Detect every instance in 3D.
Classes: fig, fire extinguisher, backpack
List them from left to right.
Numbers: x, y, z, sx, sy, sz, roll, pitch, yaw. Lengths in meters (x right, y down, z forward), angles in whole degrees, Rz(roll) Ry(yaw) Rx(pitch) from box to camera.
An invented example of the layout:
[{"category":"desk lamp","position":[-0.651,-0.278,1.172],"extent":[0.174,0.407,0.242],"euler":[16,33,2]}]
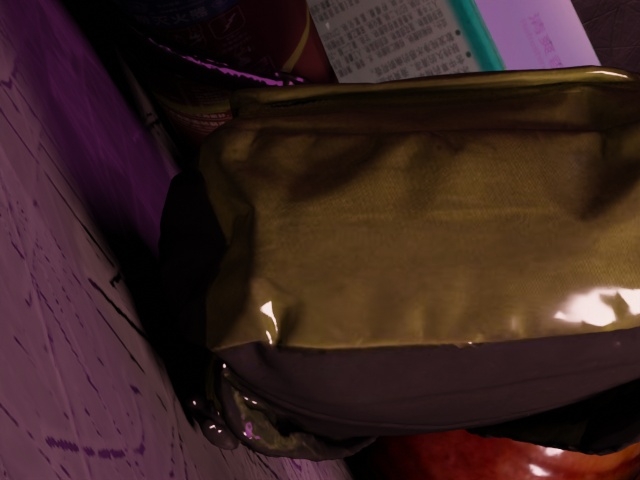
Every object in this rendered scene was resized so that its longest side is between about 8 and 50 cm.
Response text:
[{"category":"fire extinguisher","position":[-0.051,-0.128,0.903],"extent":[0.341,0.141,0.105],"euler":[65,32,-61]},{"category":"backpack","position":[0.043,0.018,0.720],"extent":[0.253,0.207,0.140],"euler":[102,-15,-81]},{"category":"fig","position":[0.117,0.082,1.109],"extent":[0.214,0.235,0.235],"euler":[40,13,-23]}]

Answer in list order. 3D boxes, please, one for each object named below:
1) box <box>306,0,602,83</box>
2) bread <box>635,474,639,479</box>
[{"category":"box","position":[0.038,-0.092,1.099],"extent":[0.092,0.245,0.153],"euler":[-30,97,-44]},{"category":"bread","position":[0.199,0.289,1.211],"extent":[0.340,0.194,0.179],"euler":[62,9,-6]}]
